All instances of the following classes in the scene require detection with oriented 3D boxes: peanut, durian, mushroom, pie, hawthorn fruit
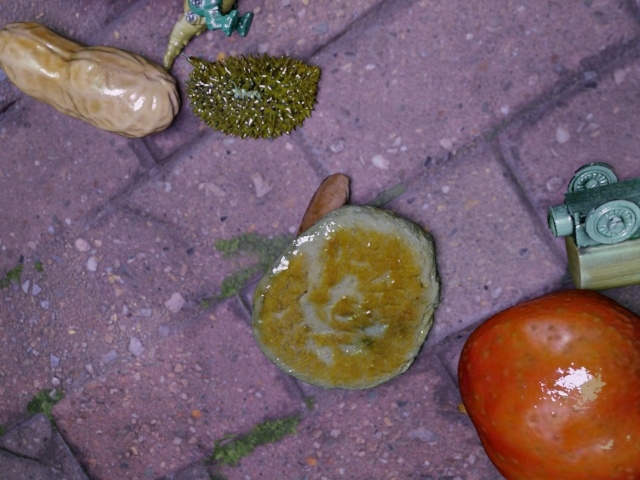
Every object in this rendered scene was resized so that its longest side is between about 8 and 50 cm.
[{"bbox_3d":[-0.376,-0.261,0.878,0.305,0.147,0.147,20,104,9],"label":"peanut"},{"bbox_3d":[-0.116,-0.222,0.843,0.220,0.095,0.137,7,105,9],"label":"durian"},{"bbox_3d":[-0.002,-0.001,0.867,0.072,0.094,0.210,9,106,8],"label":"mushroom"},{"bbox_3d":[0.042,0.097,0.835,0.323,0.070,0.323,-6,112,-14],"label":"pie"},{"bbox_3d":[0.318,0.208,0.744,0.299,0.275,0.275,-23,94,34],"label":"hawthorn fruit"}]

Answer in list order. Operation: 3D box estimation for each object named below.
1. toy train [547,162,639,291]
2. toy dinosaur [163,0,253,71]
[{"bbox_3d":[0.476,-0.029,0.750,0.307,0.126,0.190,-12,129,15],"label":"toy train"},{"bbox_3d":[-0.174,-0.368,0.845,0.153,0.094,0.259,30,113,9],"label":"toy dinosaur"}]
